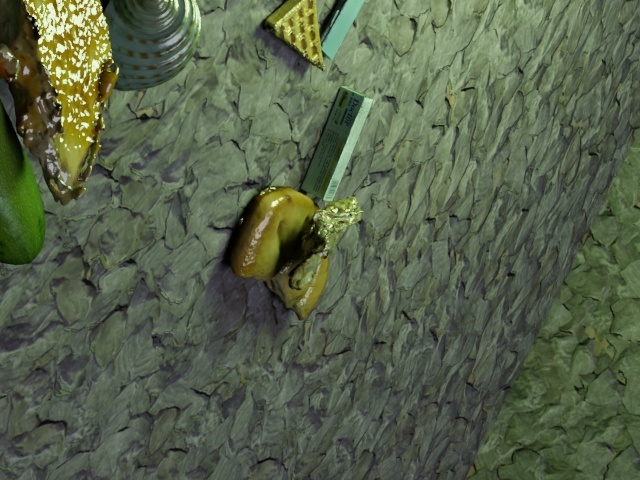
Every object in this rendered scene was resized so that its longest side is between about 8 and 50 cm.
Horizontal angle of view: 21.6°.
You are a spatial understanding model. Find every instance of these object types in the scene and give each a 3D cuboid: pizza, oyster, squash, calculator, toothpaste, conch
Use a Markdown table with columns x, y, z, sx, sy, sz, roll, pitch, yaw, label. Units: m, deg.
| x | y | z | sx | sy | sz | roll | pitch | yaw | label |
| --- | --- | --- | --- | --- | --- | --- | --- | --- | --- |
| -0.270 | -0.187 | 1.655 | 0.189 | 0.071 | 0.297 | -45 | 124 | -64 | pizza |
| 0.004 | -0.004 | 2.369 | 0.177 | 0.056 | 0.105 | -51 | 164 | -27 | oyster |
| -0.354 | -0.112 | 1.626 | 0.107 | 0.107 | 0.395 | -51 | 150 | -25 | squash |
| 0.044 | -0.329 | 2.286 | 0.172 | 0.018 | 0.057 | -63 | 153 | -2 | calculator |
| 0.024 | -0.136 | 2.394 | 0.034 | 0.046 | 0.164 | 5 | 109 | -62 | toothpaste |
| -0.193 | -0.221 | 1.846 | 0.135 | 0.102 | 0.153 | -33 | 146 | -25 | conch |

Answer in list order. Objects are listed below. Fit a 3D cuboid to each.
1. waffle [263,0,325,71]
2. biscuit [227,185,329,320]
| x | y | z | sx | sy | sz | roll | pitch | yaw | label |
| --- | --- | --- | --- | --- | --- | --- | --- | --- | --- |
| -0.033 | -0.256 | 2.204 | 0.097 | 0.023 | 0.152 | -47 | 151 | -28 | waffle |
| -0.044 | 0.013 | 2.409 | 0.154 | 0.045 | 0.299 | -63 | 155 | -6 | biscuit |
